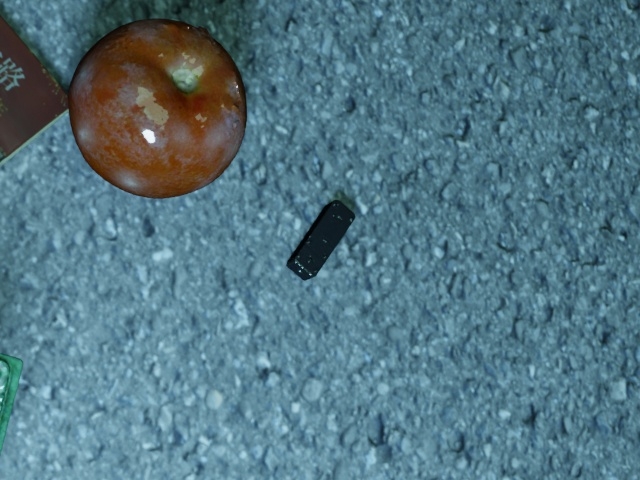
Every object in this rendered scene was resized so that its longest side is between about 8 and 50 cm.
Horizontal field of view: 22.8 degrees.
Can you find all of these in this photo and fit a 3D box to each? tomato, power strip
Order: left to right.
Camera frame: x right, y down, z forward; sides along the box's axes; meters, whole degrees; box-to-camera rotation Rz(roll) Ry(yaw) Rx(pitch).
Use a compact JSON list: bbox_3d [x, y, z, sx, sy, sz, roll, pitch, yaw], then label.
[{"bbox_3d":[-0.189,-0.150,1.824,0.208,0.184,0.208,11,65,-25],"label":"tomato"},{"bbox_3d":[0.000,0.000,1.973,0.038,0.029,0.111,42,60,-11],"label":"power strip"}]

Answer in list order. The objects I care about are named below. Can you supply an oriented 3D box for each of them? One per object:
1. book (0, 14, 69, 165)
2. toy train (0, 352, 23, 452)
[{"bbox_3d":[-0.489,-0.144,1.759,0.262,0.028,0.374,49,61,-6],"label":"book"},{"bbox_3d":[-0.414,0.219,1.600,0.145,0.202,0.266,19,72,-24],"label":"toy train"}]
